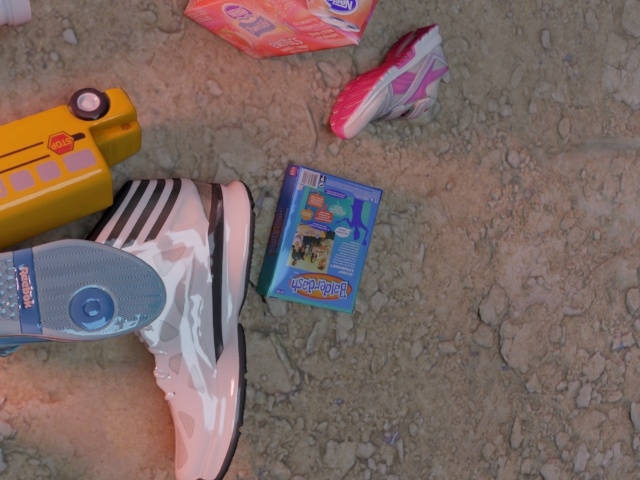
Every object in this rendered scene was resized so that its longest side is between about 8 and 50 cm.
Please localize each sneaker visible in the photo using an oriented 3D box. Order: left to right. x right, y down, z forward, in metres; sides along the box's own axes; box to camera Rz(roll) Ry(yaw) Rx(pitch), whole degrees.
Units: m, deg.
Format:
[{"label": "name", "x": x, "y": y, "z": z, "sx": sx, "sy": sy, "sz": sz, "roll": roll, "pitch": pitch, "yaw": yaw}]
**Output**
[{"label": "sneaker", "x": -0.358, "y": 0.084, "z": 1.071, "sx": 0.319, "sy": 0.208, "sz": 0.127, "roll": 0, "pitch": 75, "yaw": -12}, {"label": "sneaker", "x": -0.241, "y": 0.128, "z": 1.199, "sx": 0.257, "sy": 0.169, "sz": 0.447, "roll": 4, "pitch": 86, "yaw": -19}, {"label": "sneaker", "x": 0.125, "y": -0.235, "z": 1.358, "sx": 0.252, "sy": 0.103, "sz": 0.111, "roll": -43, "pitch": 111, "yaw": -16}]

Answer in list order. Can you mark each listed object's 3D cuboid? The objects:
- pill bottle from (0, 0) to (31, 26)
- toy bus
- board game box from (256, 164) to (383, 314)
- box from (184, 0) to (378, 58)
[{"label": "pill bottle", "x": -0.489, "y": -0.271, "z": 1.006, "sx": 0.264, "sy": 0.146, "sz": 0.146, "roll": -24, "pitch": 106, "yaw": -24}, {"label": "toy bus", "x": -0.382, "y": -0.078, "z": 1.077, "sx": 0.332, "sy": 0.108, "sz": 0.130, "roll": -25, "pitch": 72, "yaw": -23}, {"label": "board game box", "x": 0.000, "y": 0.000, "z": 1.351, "sx": 0.160, "sy": 0.047, "sz": 0.210, "roll": 15, "pitch": 89, "yaw": -29}, {"label": "box", "x": -0.048, "y": -0.349, "z": 1.141, "sx": 0.142, "sy": 0.300, "sz": 0.154, "roll": 26, "pitch": 85, "yaw": -30}]
